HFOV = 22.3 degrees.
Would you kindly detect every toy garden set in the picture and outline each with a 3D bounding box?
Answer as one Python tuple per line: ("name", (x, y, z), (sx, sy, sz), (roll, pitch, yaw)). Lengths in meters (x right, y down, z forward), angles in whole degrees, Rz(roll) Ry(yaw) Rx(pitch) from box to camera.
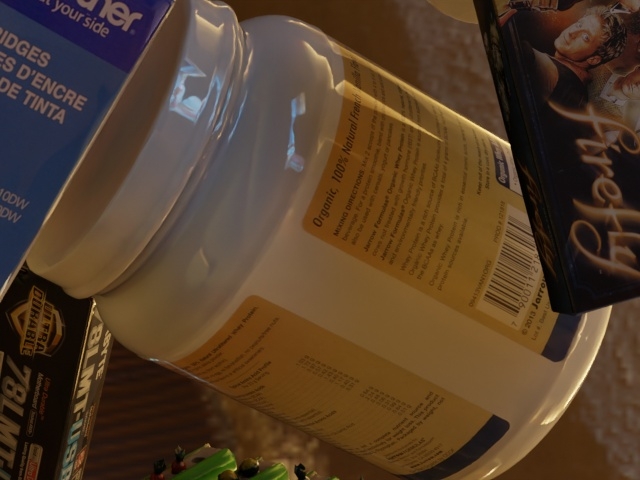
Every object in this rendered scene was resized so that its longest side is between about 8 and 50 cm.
("toy garden set", (-0.088, 0.229, 1.381), (0.244, 0.204, 0.049), (7, -68, 41))

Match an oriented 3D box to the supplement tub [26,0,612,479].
("supplement tub", (0.000, 0.000, 1.017), (0.228, 0.316, 0.228), (-46, -153, 33))

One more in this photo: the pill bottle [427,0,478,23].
("pill bottle", (0.131, -0.232, 1.076), (0.112, 0.112, 0.186), (-29, -159, 50))

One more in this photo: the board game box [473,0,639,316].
("board game box", (0.166, -0.102, 0.808), (0.042, 0.165, 0.243), (-169, -116, -81))

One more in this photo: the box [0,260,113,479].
("box", (-0.316, 0.096, 1.272), (0.293, 0.073, 0.295), (21, -60, 10))

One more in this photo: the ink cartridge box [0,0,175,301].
("ink cartridge box", (-0.242, -0.084, 0.926), (0.395, 0.151, 0.270), (-57, -150, 3))
